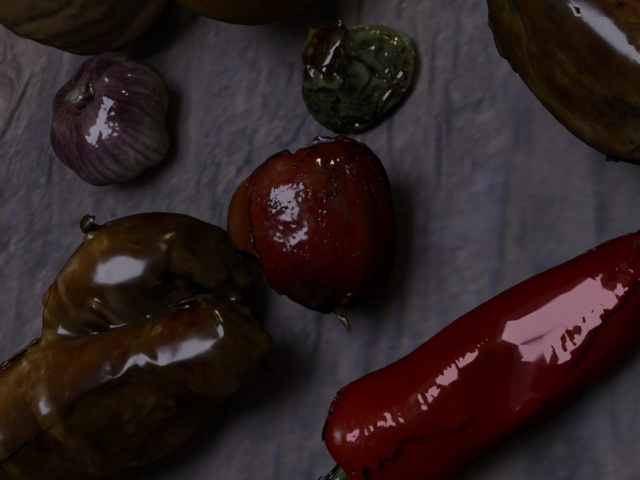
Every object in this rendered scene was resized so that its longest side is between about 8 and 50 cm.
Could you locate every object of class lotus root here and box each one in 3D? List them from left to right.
[{"bbox_3d":[0.217,-0.185,1.044,0.193,0.193,0.291,-44,51,22],"label":"lotus root"}]

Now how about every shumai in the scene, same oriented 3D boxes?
[{"bbox_3d":[0.016,-0.157,1.269,0.124,0.087,0.098,-28,58,34],"label":"shumai"}]

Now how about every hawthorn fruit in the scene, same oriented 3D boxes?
[{"bbox_3d":[0.000,0.000,1.193,0.148,0.148,0.172,-29,75,33],"label":"hawthorn fruit"}]

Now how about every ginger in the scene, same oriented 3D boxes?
[{"bbox_3d":[-0.223,0.126,1.328,0.418,0.176,0.254,-39,43,23],"label":"ginger"}]

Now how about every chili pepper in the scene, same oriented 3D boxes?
[{"bbox_3d":[0.112,0.113,1.066,0.388,0.110,0.110,-36,52,21],"label":"chili pepper"}]

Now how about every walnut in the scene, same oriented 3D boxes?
[{"bbox_3d":[-0.250,-0.315,1.488,0.261,0.225,0.224,-22,60,35],"label":"walnut"}]

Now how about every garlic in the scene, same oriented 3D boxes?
[{"bbox_3d":[-0.230,-0.133,1.481,0.147,0.102,0.159,-44,49,24],"label":"garlic"}]

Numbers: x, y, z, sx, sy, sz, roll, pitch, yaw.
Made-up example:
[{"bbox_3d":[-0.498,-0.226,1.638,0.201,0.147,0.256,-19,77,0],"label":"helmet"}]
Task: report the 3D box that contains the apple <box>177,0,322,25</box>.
[{"bbox_3d":[-0.070,-0.322,1.323,0.236,0.237,0.207,-65,26,3],"label":"apple"}]
